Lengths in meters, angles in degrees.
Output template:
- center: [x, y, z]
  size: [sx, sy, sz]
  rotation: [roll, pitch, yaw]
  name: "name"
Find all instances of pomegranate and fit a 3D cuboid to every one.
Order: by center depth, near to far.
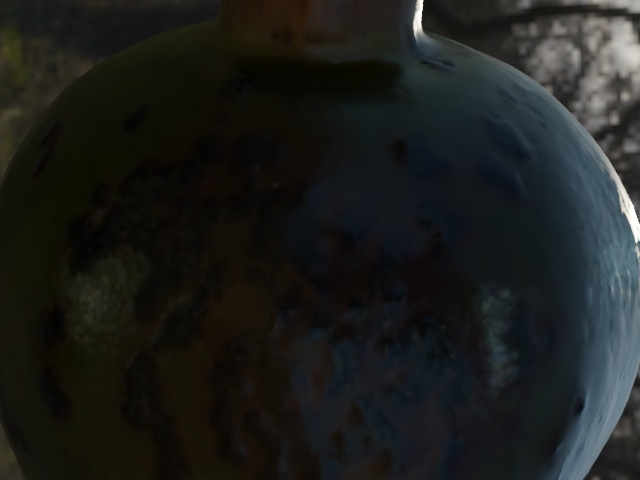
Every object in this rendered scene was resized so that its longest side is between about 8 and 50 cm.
- center: [0.010, -0.004, 0.547]
  size: [0.246, 0.198, 0.198]
  rotation: [-64, 177, 1]
  name: "pomegranate"
